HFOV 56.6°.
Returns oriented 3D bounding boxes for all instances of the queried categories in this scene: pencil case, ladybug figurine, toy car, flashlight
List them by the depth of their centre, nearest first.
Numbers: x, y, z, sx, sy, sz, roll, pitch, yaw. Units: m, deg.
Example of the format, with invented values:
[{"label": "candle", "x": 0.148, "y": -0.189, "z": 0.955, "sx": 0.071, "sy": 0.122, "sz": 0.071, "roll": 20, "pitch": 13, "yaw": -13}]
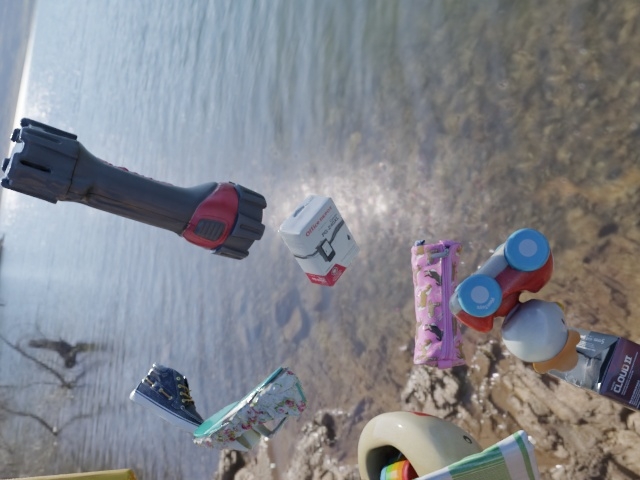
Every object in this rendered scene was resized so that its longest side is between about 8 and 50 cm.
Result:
[{"label": "flashlight", "x": -0.214, "y": -0.060, "z": 0.723, "sx": 0.103, "sy": 0.304, "sz": 0.103, "roll": -19, "pitch": 59, "yaw": 49}, {"label": "toy car", "x": 0.378, "y": 0.123, "z": 1.067, "sx": 0.210, "sy": 0.219, "sz": 0.238, "roll": -44, "pitch": 78, "yaw": 2}, {"label": "ladybug figurine", "x": 0.225, "y": 0.510, "z": 1.296, "sx": 0.305, "sy": 0.162, "sz": 0.449, "roll": 67, "pitch": 154, "yaw": 13}, {"label": "pencil case", "x": 0.352, "y": 0.191, "z": 1.774, "sx": 0.160, "sy": 0.167, "sz": 0.385, "roll": -8, "pitch": 73, "yaw": 33}]

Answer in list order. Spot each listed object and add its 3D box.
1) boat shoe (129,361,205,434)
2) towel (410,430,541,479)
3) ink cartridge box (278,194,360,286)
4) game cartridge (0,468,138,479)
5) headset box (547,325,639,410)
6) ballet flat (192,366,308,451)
[{"label": "boat shoe", "x": -0.252, "y": 0.286, "z": 1.066, "sx": 0.183, "sy": 0.065, "sz": 0.083, "roll": 22, "pitch": 68, "yaw": 21}, {"label": "towel", "x": 0.185, "y": 0.396, "z": 0.943, "sx": 0.325, "sy": 0.248, "sz": 0.038, "roll": -23, "pitch": 54, "yaw": 8}, {"label": "ink cartridge box", "x": 0.000, "y": 0.000, "z": 1.179, "sx": 0.063, "sy": 0.150, "sz": 0.109, "roll": 10, "pitch": 51, "yaw": 44}, {"label": "game cartridge", "x": -0.423, "y": 0.453, "z": 0.929, "sx": 0.052, "sy": 0.324, "sz": 0.285, "roll": -92, "pitch": -1, "yaw": -49}, {"label": "headset box", "x": 0.581, "y": 0.255, "z": 1.092, "sx": 0.218, "sy": 0.293, "sz": 0.110, "roll": 108, "pitch": -176, "yaw": -86}, {"label": "ballet flat", "x": -0.106, "y": 0.271, "z": 0.888, "sx": 0.077, "sy": 0.091, "sz": 0.241, "roll": 50, "pitch": 126, "yaw": 0}]
